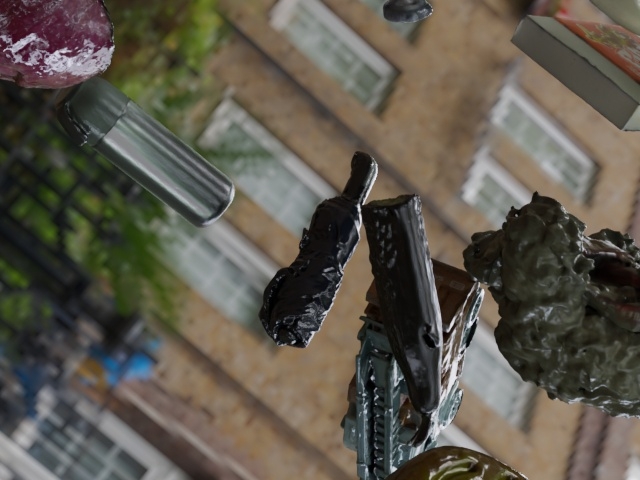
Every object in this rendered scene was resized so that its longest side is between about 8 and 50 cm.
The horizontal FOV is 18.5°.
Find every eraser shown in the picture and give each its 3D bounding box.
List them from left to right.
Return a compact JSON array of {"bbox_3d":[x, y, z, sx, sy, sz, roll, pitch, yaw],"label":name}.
[{"bbox_3d":[0.308,-0.165,1.967,0.230,0.157,0.038,-4,131,-54],"label":"eraser"}]

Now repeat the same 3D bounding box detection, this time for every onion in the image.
[{"bbox_3d":[-0.315,-0.207,1.731,0.250,0.247,0.111,6,-135,35],"label":"onion"}]

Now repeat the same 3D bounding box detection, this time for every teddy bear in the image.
[{"bbox_3d":[0.334,0.062,2.311,0.367,0.357,0.224,-82,-163,-69],"label":"teddy bear"}]

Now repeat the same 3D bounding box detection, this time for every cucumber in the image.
[{"bbox_3d":[0.060,0.050,1.245,0.043,0.163,0.039,-20,-165,-27],"label":"cucumber"}]

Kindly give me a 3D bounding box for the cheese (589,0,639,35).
[{"bbox_3d":[0.337,-0.310,1.776,0.127,0.233,0.266,33,-67,53],"label":"cheese"}]

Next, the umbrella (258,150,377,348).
[{"bbox_3d":[0.006,-0.001,1.952,0.071,0.071,0.248,-31,-153,53],"label":"umbrella"}]

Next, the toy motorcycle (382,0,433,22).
[{"bbox_3d":[0.089,-0.252,1.547,0.260,0.110,0.171,-7,-157,1],"label":"toy motorcycle"}]

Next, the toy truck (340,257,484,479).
[{"bbox_3d":[0.095,0.179,2.430,0.338,0.133,0.184,95,21,-47],"label":"toy truck"}]

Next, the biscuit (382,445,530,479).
[{"bbox_3d":[0.179,0.393,1.891,0.070,0.394,0.350,-20,-132,46],"label":"biscuit"}]

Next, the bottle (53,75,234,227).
[{"bbox_3d":[-0.225,-0.110,2.478,0.079,0.253,0.096,-29,-151,46],"label":"bottle"}]
